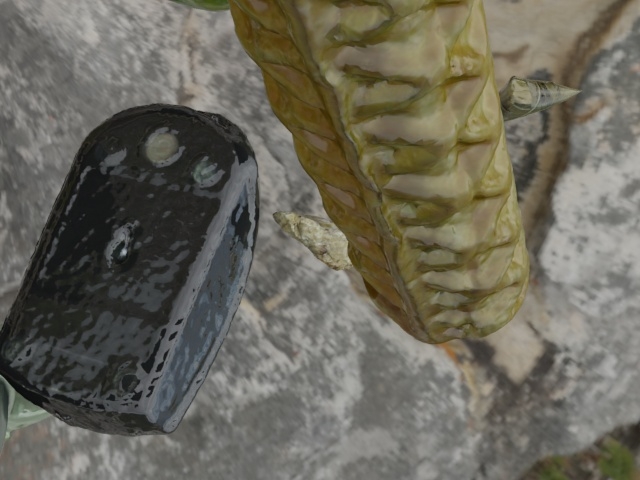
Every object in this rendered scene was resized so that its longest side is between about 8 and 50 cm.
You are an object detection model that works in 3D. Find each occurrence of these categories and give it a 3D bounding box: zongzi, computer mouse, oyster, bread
[{"bbox_3d":[0.230,-0.153,1.297,0.083,0.076,0.040,-4,79,-16],"label":"zongzi"},{"bbox_3d":[-0.142,0.025,0.962,0.269,0.170,0.100,-68,153,-17],"label":"computer mouse"},{"bbox_3d":[0.000,0.000,0.984,0.083,0.081,0.038,17,96,5],"label":"oyster"},{"bbox_3d":[0.027,-0.049,0.453,0.084,0.077,0.367,-13,152,8],"label":"bread"}]

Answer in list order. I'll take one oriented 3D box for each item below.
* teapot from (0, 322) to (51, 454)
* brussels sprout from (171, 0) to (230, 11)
[{"bbox_3d":[-0.364,0.136,1.086,0.239,0.239,0.321,38,75,12],"label":"teapot"},{"bbox_3d":[-0.118,-0.503,1.586,0.425,0.342,0.361,-38,76,2],"label":"brussels sprout"}]
